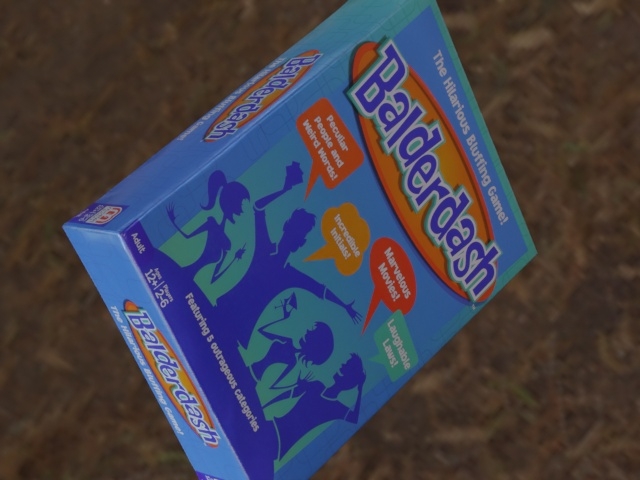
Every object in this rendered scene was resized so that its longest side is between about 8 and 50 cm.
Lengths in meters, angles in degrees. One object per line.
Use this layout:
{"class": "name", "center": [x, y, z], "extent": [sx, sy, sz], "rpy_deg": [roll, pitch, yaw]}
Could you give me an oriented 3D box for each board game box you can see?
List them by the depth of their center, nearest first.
{"class": "board game box", "center": [0.000, 0.000, 0.857], "extent": [0.047, 0.160, 0.210], "rpy_deg": [7, 41, 48]}
